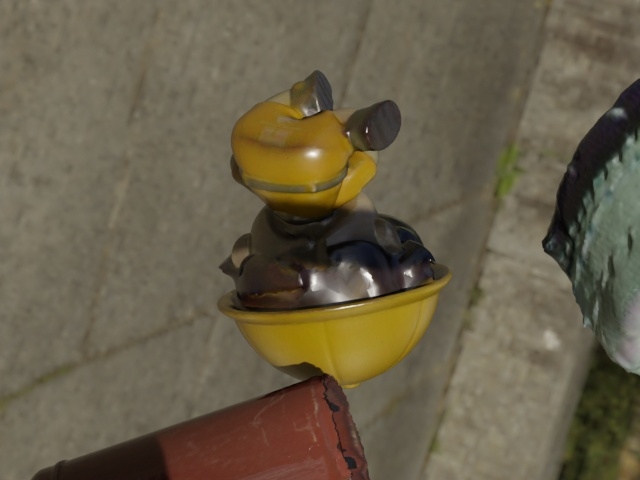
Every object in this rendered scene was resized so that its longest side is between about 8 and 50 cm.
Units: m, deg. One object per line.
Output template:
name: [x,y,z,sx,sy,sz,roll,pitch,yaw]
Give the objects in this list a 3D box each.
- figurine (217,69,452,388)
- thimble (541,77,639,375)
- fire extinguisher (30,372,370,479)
figurine: [-0.002,0.003,1.338,0.167,0.192,0.257,-58,140,-39]
thimble: [0.272,-0.009,1.099,0.150,0.237,0.237,-111,-165,-44]
fire extinguisher: [-0.127,0.219,1.261,0.106,0.337,0.147,53,18,-64]
